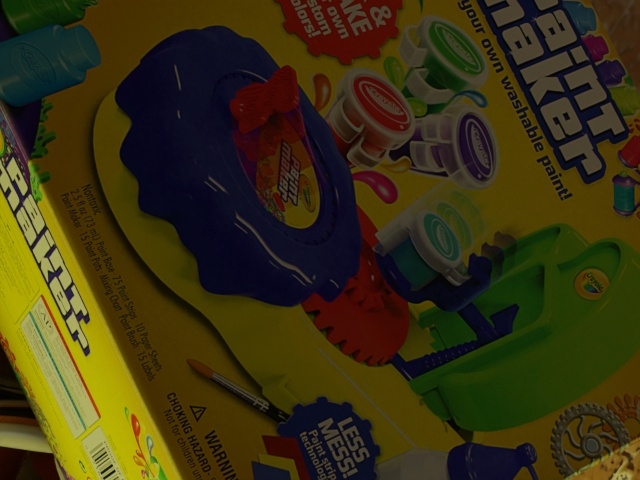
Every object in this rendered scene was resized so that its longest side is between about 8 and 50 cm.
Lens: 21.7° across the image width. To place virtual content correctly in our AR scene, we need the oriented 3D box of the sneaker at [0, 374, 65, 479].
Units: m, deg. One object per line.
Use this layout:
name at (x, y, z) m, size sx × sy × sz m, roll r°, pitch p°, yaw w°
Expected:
sneaker at (-0.122, 0.141, 0.914) m, size 0.321 × 0.127 × 0.126 m, roll 8°, pitch 110°, yaw -42°

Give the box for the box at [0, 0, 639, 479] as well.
box at (0.000, 0.000, 0.777) m, size 0.279 × 0.290 × 0.177 m, roll -24°, pitch 173°, yaw -25°
